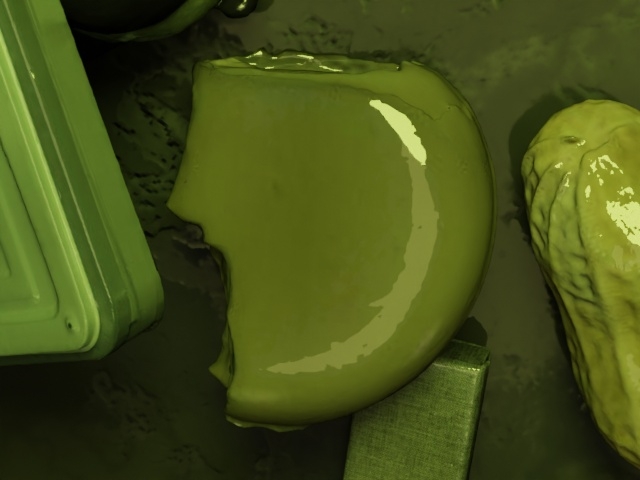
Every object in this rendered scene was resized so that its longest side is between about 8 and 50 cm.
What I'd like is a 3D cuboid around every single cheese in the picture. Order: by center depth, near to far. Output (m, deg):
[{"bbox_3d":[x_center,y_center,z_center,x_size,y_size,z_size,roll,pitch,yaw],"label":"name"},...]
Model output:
[{"bbox_3d":[0.000,0.000,0.650,0.175,0.091,0.203,10,90,13],"label":"cheese"}]

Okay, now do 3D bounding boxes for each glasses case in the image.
[{"bbox_3d":[0.047,0.156,0.722,0.070,0.047,0.205,11,103,12],"label":"glasses case"}]

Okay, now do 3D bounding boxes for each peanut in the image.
[{"bbox_3d":[0.169,0.030,0.664,0.090,0.098,0.214,-24,103,-18],"label":"peanut"}]

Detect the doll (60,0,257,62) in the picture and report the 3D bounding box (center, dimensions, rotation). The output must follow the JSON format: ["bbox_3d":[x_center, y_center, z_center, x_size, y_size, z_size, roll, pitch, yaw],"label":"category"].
[{"bbox_3d":[-0.126,-0.200,0.620,0.135,0.143,0.234,-29,101,-23],"label":"doll"}]

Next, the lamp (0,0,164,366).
[{"bbox_3d":[-0.206,-0.065,0.618,0.269,0.047,0.267,-9,102,45],"label":"lamp"}]
